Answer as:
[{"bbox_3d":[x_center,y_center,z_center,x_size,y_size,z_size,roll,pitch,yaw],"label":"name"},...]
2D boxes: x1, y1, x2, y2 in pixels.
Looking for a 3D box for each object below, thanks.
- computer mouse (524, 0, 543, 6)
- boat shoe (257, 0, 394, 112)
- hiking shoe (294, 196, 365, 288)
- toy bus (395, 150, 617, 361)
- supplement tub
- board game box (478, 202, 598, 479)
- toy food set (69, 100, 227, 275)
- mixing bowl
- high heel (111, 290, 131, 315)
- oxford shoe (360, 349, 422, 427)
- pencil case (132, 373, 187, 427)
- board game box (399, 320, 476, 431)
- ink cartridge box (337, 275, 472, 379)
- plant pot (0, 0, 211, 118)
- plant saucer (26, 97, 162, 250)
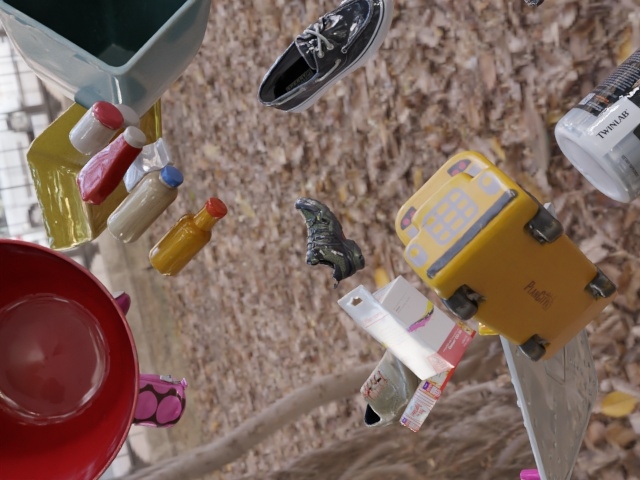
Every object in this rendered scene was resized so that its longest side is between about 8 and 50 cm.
[{"bbox_3d":[0.381,-0.545,1.440,0.188,0.072,0.272,122,141,-69],"label":"computer mouse"},{"bbox_3d":[0.001,-0.340,1.543,0.301,0.102,0.108,-37,72,31],"label":"boat shoe"},{"bbox_3d":[0.000,0.000,2.018,0.227,0.114,0.086,50,164,10],"label":"hiking shoe"},{"bbox_3d":[0.175,0.018,0.800,0.333,0.108,0.130,30,-162,-54],"label":"toy bus"},{"bbox_3d":[0.584,-0.233,1.508,0.193,0.316,0.193,47,-177,-3],"label":"supplement tub"},{"bbox_3d":[0.375,0.182,1.469,0.050,0.390,0.390,-9,108,31],"label":"board game box"},{"bbox_3d":[-0.194,-0.086,0.952,0.104,0.111,0.232,-42,54,26],"label":"toy food set"},{"bbox_3d":[-0.205,0.087,0.597,0.098,0.181,0.181,-88,-13,-88],"label":"mixing bowl"},{"bbox_3d":[-0.380,0.236,1.233,0.181,0.377,0.127,51,-172,-7],"label":"high heel"},{"bbox_3d":[0.162,0.341,2.016,0.348,0.130,0.123,88,163,-45],"label":"oxford shoe"},{"bbox_3d":[-0.332,0.267,1.503,0.098,0.209,0.095,-46,53,21],"label":"pencil case"},{"bbox_3d":[0.238,0.277,1.765,0.045,0.193,0.147,31,143,10],"label":"board game box"},{"bbox_3d":[0.134,0.131,1.413,0.198,0.067,0.115,41,151,-4],"label":"ink cartridge box"},{"bbox_3d":[-0.337,-0.326,1.414,0.247,0.248,0.252,31,154,9],"label":"plant pot"},{"bbox_3d":[-0.410,-0.159,1.693,0.081,0.333,0.333,30,147,12],"label":"plant saucer"}]
